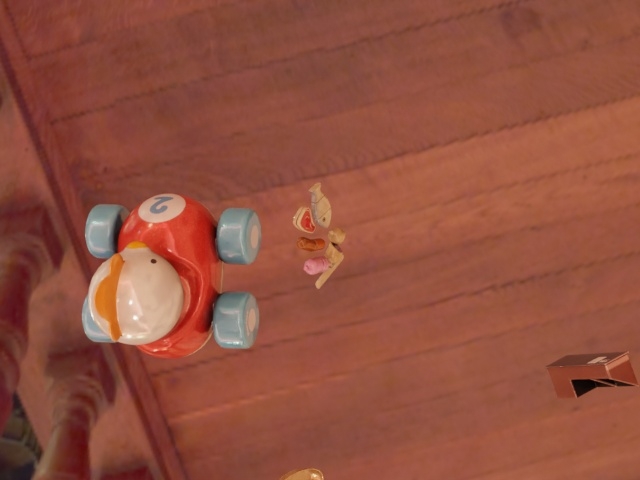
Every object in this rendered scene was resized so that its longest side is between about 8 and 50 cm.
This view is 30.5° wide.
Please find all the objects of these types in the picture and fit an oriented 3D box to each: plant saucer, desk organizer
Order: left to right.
[{"bbox_3d":[-0.034,0.305,1.430,0.083,0.015,0.083,-23,136,-24],"label":"plant saucer"},{"bbox_3d":[0.375,0.188,1.625,0.047,0.130,0.050,-22,93,-28],"label":"desk organizer"}]

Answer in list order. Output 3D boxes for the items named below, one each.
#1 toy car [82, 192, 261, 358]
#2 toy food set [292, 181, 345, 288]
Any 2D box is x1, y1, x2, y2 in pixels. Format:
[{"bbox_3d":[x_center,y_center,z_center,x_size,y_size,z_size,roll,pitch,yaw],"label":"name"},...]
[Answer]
[{"bbox_3d":[-0.210,0.044,1.419,0.219,0.238,0.210,2,90,14],"label":"toy car"},{"bbox_3d":[0.000,0.000,1.379,0.078,0.019,0.122,-51,138,-27],"label":"toy food set"}]
